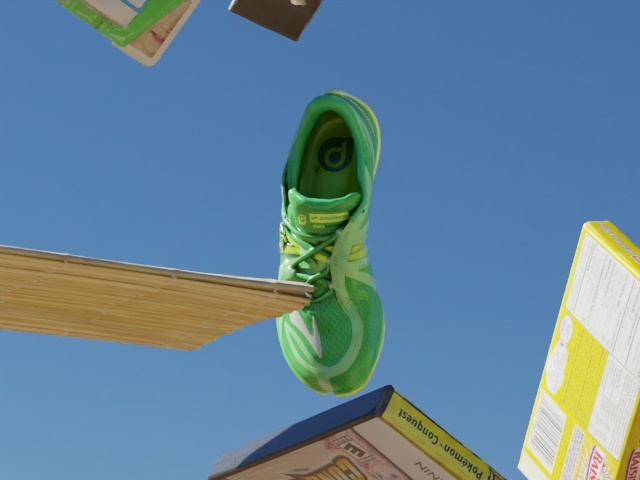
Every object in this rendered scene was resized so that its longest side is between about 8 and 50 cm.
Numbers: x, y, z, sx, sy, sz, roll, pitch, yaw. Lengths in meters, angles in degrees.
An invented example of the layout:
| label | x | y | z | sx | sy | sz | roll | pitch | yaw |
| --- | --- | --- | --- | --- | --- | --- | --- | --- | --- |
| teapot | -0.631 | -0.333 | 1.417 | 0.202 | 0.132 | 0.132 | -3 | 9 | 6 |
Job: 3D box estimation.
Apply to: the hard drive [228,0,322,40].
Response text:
| label | x | y | z | sx | sy | sz | roll | pitch | yaw |
| --- | --- | --- | --- | --- | --- | --- | --- | --- | --- |
| hard drive | 0.045 | -0.321 | 1.303 | 0.064 | 0.237 | 0.339 | 24 | -42 | -10 |

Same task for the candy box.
| label | x | y | z | sx | sy | sz | roll | pitch | yaw |
| --- | --- | --- | --- | --- | --- | --- | --- | --- | --- |
| candy box | 0.190 | 0.100 | 1.351 | 0.027 | 0.105 | 0.206 | -7 | -56 | -30 |

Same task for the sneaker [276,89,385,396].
| label | x | y | z | sx | sy | sz | roll | pitch | yaw |
| --- | --- | --- | --- | --- | --- | --- | --- | --- | --- |
| sneaker | 0.000 | 0.000 | 1.891 | 0.109 | 0.296 | 0.123 | -3 | -10 | 13 |

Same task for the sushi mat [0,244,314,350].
| label | x | y | z | sx | sy | sz | roll | pitch | yaw |
| --- | --- | --- | --- | --- | --- | --- | --- | --- | --- |
| sushi mat | -0.172 | 0.027 | 1.092 | 0.316 | 0.019 | 0.151 | 9 | -17 | -33 |

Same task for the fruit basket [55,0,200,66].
| label | x | y | z | sx | sy | sz | roll | pitch | yaw |
| --- | --- | --- | --- | --- | --- | --- | --- | --- | --- |
| fruit basket | -0.188 | -0.396 | 2.125 | 0.327 | 0.165 | 0.353 | 35 | -77 | -35 |

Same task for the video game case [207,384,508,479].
| label | x | y | z | sx | sy | sz | roll | pitch | yaw |
| --- | --- | --- | --- | --- | --- | --- | --- | --- | --- |
| video game case | 0.067 | 0.241 | 1.742 | 0.248 | 0.035 | 0.275 | 39 | -35 | -17 |
